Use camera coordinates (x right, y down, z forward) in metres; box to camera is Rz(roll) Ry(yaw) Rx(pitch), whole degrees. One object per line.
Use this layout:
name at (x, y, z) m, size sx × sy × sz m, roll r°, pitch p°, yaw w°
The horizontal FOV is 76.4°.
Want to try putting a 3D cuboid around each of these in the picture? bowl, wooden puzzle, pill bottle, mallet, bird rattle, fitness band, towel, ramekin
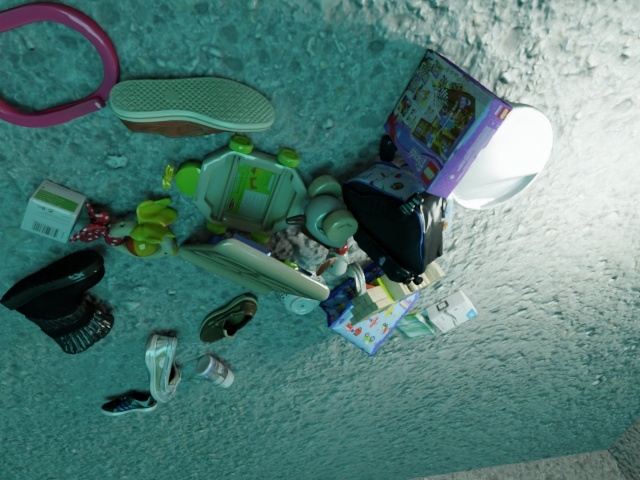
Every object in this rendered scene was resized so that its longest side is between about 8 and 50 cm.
bowl at (-0.060, 0.181, 1.297) m, size 0.170 × 0.080 × 0.170 m, roll -5°, pitch 130°, yaw -6°
wooden puzzle at (-0.183, 0.065, 1.100) m, size 0.322 × 0.080 × 0.348 m, roll 30°, pitch 159°, yaw -30°
pill bottle at (-0.386, 0.485, 1.493) m, size 0.078 × 0.078 × 0.137 m, roll -29°, pitch 128°, yaw 14°
mallet at (0.240, -0.231, 1.038) m, size 0.190 × 0.039 × 0.062 m, roll -1°, pitch 128°, yaw -14°
bird rattle at (-0.484, -0.004, 1.049) m, size 0.254 × 0.143 × 0.207 m, roll -12°, pitch 147°, yaw 4°
fitness band at (-0.550, -0.341, 0.804) m, size 0.291 × 0.054 × 0.209 m, roll -16°, pitch 127°, yaw 3°
towel at (0.342, 0.316, 1.493) m, size 0.113 × 0.023 × 0.152 m, roll -24°, pitch 131°, yaw 32°
ramekin at (0.407, -0.218, 1.000) m, size 0.273 × 0.127 × 0.272 m, roll -9°, pitch 130°, yaw -11°

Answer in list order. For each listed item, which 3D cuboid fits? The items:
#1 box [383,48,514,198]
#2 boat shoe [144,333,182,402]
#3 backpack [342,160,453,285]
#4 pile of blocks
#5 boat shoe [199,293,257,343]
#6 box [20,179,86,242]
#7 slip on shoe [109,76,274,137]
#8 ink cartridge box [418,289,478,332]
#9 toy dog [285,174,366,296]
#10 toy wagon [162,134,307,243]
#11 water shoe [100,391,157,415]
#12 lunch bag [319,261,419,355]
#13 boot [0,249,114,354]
box at (0.244, -0.252, 0.849) m, size 0.057 × 0.293 × 0.201 m, roll 15°, pitch 126°, yaw -24°
boat shoe at (-0.535, 0.453, 1.421) m, size 0.103 × 0.118 × 0.320 m, roll 2°, pitch 122°, yaw -5°
backpack at (0.187, -0.075, 1.010) m, size 0.213 × 0.263 × 0.276 m, roll -37°, pitch 139°, yaw -29°
pile of blocks at (0.217, 0.130, 1.229) m, size 0.362 × 0.112 × 0.149 m, roll -20°, pitch 160°, yaw -31°
boat shoe at (-0.308, 0.275, 1.321) m, size 0.095 × 0.095 × 0.257 m, roll 34°, pitch 117°, yaw -31°
box at (-0.644, -0.070, 0.985) m, size 0.101 × 0.087 × 0.102 m, roll 25°, pitch 121°, yaw -27°
slip on shoe at (-0.266, -0.277, 0.878) m, size 0.331 × 0.123 × 0.101 m, roll -3°, pitch 162°, yaw -13°
ink cartridge box at (0.456, 0.265, 1.464) m, size 0.180 × 0.060 × 0.104 m, roll -35°, pitch 126°, yaw 19°
toy dog at (0.000, 0.000, 1.066) m, size 0.161 × 0.220 × 0.333 m, roll -16°, pitch 123°, yaw -8°
toy wagon at (-0.212, -0.132, 1.021) m, size 0.344 × 0.068 × 0.267 m, roll 13°, pitch 125°, yaw -19°
water shoe at (-0.734, 0.615, 1.562) m, size 0.203 × 0.073 × 0.080 m, roll 0°, pitch 108°, yaw -14°
lunch bag at (0.181, 0.199, 1.332) m, size 0.293 × 0.138 × 0.221 m, roll -44°, pitch 122°, yaw 10°
boot at (-0.678, 0.181, 1.154) m, size 0.348 × 0.131 × 0.260 m, roll -19°, pitch 124°, yaw 21°
